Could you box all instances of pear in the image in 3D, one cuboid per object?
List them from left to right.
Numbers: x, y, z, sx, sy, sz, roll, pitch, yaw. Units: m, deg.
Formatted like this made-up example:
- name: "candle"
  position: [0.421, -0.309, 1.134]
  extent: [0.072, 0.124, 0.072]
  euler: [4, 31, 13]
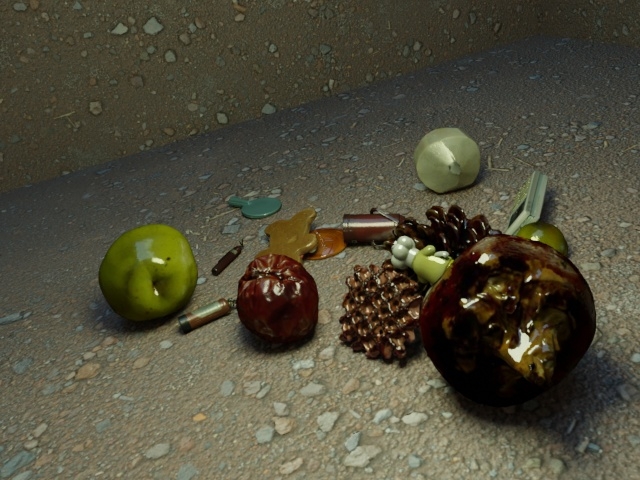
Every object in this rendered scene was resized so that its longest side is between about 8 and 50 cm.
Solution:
- name: "pear"
  position: [-0.492, 0.091, 1.599]
  extent: [0.294, 0.294, 0.294]
  euler: [-10, 28, 6]
- name: "pear"
  position: [0.586, 0.002, 1.473]
  extent: [0.140, 0.104, 0.141]
  euler: [-9, 33, 6]

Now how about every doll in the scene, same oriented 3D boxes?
- name: "doll"
  position: [0.226, 0.048, 1.211]
  extent: [0.162, 0.106, 0.062]
  euler: [26, 42, 24]

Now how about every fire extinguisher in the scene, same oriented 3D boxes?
- name: "fire extinguisher"
  position: [-0.306, 0.201, 1.544]
  extent: [0.177, 0.050, 0.062]
  euler: [-23, 11, -17]
- name: "fire extinguisher"
  position: [-0.306, 0.059, 1.827]
  extent: [0.049, 0.035, 0.173]
  euler: [-41, 6, 43]

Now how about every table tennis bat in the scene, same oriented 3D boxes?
- name: "table tennis bat"
  position: [-0.262, -0.137, 2.151]
  extent: [0.244, 0.040, 0.153]
  euler: [13, 36, 33]

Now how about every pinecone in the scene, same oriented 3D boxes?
- name: "pinecone"
  position: [0.289, 0.043, 1.372]
  extent: [0.295, 0.242, 0.298]
  euler: [-21, 21, -24]

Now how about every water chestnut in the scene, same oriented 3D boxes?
- name: "water chestnut"
  position: [0.350, 0.161, 1.039]
  extent: [0.334, 0.336, 0.347]
  euler: [-7, 12, 12]

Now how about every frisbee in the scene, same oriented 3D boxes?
- name: "frisbee"
  position: [0.000, 0.000, 1.794]
  extent: [0.191, 0.035, 0.192]
  euler: [-10, 29, 6]

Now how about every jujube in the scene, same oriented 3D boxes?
- name: "jujube"
  position: [-0.111, 0.152, 1.406]
  extent: [0.212, 0.213, 0.232]
  euler: [-16, 24, -5]

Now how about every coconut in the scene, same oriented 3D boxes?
- name: "coconut"
  position: [0.437, -0.274, 1.922]
  extent: [0.241, 0.241, 0.241]
  euler: [-10, 28, 6]

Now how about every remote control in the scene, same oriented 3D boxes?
- name: "remote control"
  position: [0.611, -0.106, 1.642]
  extent: [0.055, 0.103, 0.277]
  euler: [32, 41, 5]

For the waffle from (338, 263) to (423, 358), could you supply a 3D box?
- name: "waffle"
  position: [0.138, 0.163, 1.284]
  extent: [0.234, 0.221, 0.055]
  euler: [6, -5, 45]

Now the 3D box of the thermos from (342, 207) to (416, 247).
- name: "thermos"
  position: [0.188, -0.034, 1.711]
  extent: [0.231, 0.099, 0.124]
  euler: [0, 69, 10]

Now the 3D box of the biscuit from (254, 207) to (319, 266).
- name: "biscuit"
  position: [-0.103, 0.027, 1.747]
  extent: [0.215, 0.047, 0.340]
  euler: [-22, 32, 12]
